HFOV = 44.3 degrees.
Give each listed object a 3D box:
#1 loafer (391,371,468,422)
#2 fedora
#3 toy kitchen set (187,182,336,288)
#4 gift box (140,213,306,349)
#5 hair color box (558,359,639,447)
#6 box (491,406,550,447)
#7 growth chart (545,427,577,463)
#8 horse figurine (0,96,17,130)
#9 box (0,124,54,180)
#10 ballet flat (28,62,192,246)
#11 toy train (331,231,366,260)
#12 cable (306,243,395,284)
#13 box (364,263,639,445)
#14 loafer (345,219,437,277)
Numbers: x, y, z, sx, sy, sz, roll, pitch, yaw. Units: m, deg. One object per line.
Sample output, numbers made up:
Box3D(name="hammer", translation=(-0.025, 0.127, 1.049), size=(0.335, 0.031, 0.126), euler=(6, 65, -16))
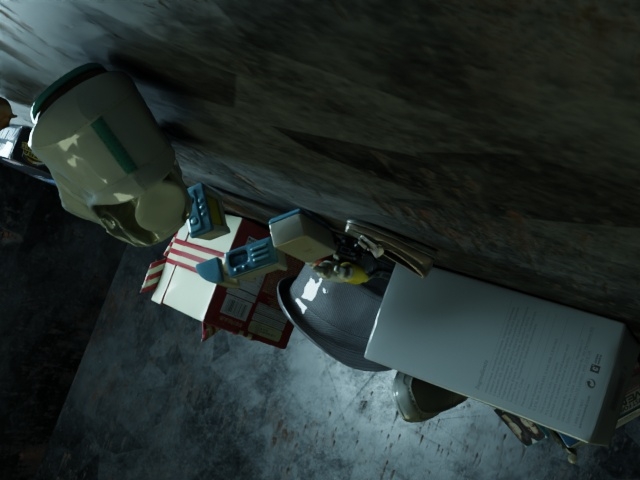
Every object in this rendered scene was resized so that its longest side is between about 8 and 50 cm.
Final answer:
Box3D(name="loafer", translation=(0.232, 0.248, 1.440), size=(0.111, 0.112, 0.319), euler=(-24, 177, 32))
Box3D(name="fedora", translation=(0.052, 0.108, 1.443), size=(0.243, 0.124, 0.275), euler=(9, -156, -39))
Box3D(name="toy kitchen set", translation=(-0.108, -0.035, 1.186), size=(0.207, 0.166, 0.122), euler=(-20, 161, 16))
Box3D(name="gift box", translation=(-0.200, 0.086, 1.652), size=(0.255, 0.276, 0.258), euler=(31, 171, -37))
Box3D(name="hair color box", translation=(0.503, 0.285, 1.409), size=(0.105, 0.173, 0.347), euler=(61, -168, 22))
Box3D(name="box", translation=(0.384, 0.309, 1.640), size=(0.244, 0.060, 0.100), euler=(49, 153, 13))
Box3D(name="growth chart", translation=(0.393, 0.301, 1.421), size=(0.237, 0.021, 0.172), euler=(56, -170, 9))
Box3D(name="horse figurine", translation=(-0.494, -0.160, 0.996), size=(0.066, 0.174, 0.263), euler=(27, 164, 22))
Box3D(name="box", translation=(-0.504, -0.141, 1.550), size=(0.293, 0.073, 0.295), euler=(23, 173, -38))
Box3D(name="ballet flat", translation=(-0.191, -0.055, 0.797), size=(0.139, 0.139, 0.400), euler=(21, 172, -4))
Box3D(name="toy train", translation=(0.000, 0.000, 1.244), size=(0.158, 0.036, 0.027), euler=(18, 174, 25))
Box3D(name="cable", translation=(0.075, 0.059, 1.371), size=(0.139, 0.072, 0.287), euler=(23, 178, 45))
Box3D(name="box", translation=(0.277, 0.168, 1.193), size=(0.345, 0.168, 0.215), euler=(17, 174, 29))
Box3D(name="loafer", translation=(0.088, 0.011, 1.010), size=(0.125, 0.039, 0.045), euler=(21, 175, -3))
